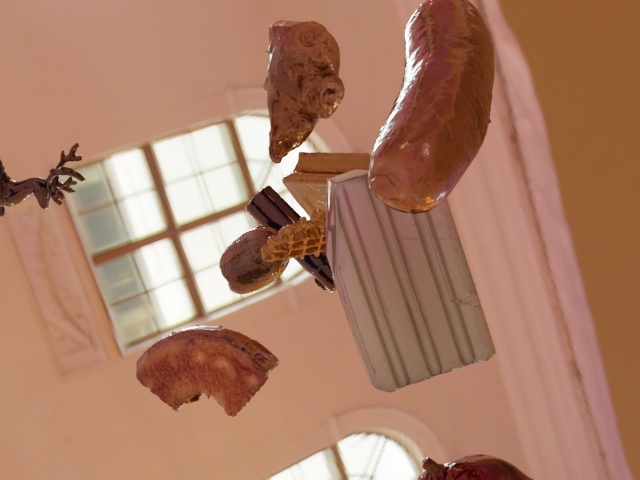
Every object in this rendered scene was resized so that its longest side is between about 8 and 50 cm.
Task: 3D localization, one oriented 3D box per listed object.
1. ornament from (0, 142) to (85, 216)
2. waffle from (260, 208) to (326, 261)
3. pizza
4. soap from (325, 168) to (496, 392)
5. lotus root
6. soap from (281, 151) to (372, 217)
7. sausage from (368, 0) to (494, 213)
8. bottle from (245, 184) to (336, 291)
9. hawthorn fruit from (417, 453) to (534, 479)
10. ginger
[{"bbox_3d":[-0.575,-0.148,1.918,0.236,0.080,0.202,-9,-64,17],"label":"ornament"},{"bbox_3d":[0.000,0.000,1.806,0.160,0.192,0.046,-40,-125,34],"label":"waffle"},{"bbox_3d":[-0.207,0.232,1.795,0.305,0.085,0.161,-4,-83,27],"label":"pizza"},{"bbox_3d":[0.125,0.049,1.569,0.115,0.208,0.347,-111,-179,-80],"label":"soap"},{"bbox_3d":[-0.117,0.031,1.883,0.192,0.088,0.113,-32,-106,36],"label":"lotus root"},{"bbox_3d":[0.080,-0.088,2.047,0.315,0.091,0.199,7,-39,47],"label":"soap"},{"bbox_3d":[0.158,-0.187,1.293,0.136,0.501,0.123,19,-51,-1],"label":"sausage"},{"bbox_3d":[-0.044,0.000,1.967,0.244,0.072,0.082,44,-67,8],"label":"bottle"},{"bbox_3d":[0.287,0.514,1.823,0.307,0.265,0.265,48,-28,-5],"label":"hawthorn fruit"},{"bbox_3d":[-0.035,-0.274,1.836,0.219,0.123,0.270,30,-57,51],"label":"ginger"}]
